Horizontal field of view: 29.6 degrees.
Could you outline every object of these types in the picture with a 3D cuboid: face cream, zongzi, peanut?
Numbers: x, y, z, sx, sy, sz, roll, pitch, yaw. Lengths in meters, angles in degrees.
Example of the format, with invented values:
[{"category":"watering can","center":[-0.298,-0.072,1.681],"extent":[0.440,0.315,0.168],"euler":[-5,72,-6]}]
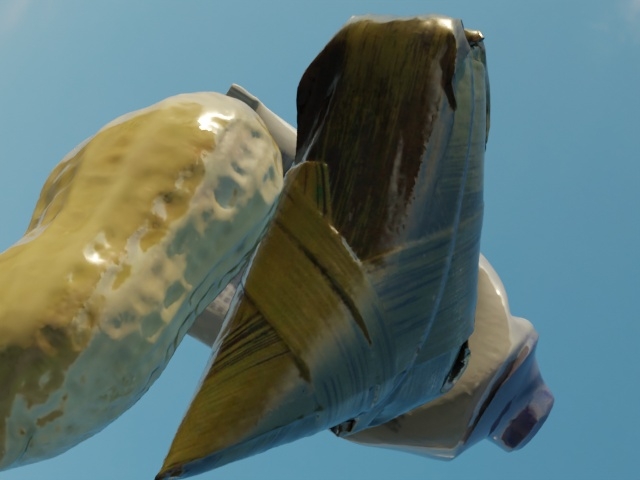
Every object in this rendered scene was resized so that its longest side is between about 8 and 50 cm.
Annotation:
[{"category":"face cream","center":[0.025,0.056,1.129],"extent":[0.420,0.137,0.235],"euler":[33,-93,8]},{"category":"zongzi","center":[0.000,0.000,0.771],"extent":[0.138,0.300,0.286],"euler":[12,-74,33]},{"category":"peanut","center":[-0.096,0.013,0.533],"extent":[0.098,0.214,0.090],"euler":[26,-36,12]}]
